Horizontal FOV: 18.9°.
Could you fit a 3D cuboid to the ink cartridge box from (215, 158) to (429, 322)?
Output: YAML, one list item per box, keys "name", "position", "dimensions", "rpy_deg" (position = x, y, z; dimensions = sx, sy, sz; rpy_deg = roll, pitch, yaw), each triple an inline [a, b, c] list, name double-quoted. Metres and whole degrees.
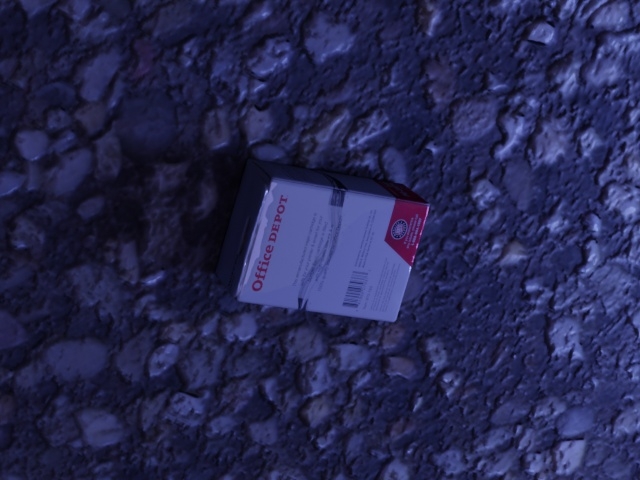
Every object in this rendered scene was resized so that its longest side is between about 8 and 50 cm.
- name: "ink cartridge box"
  position: [0.000, 0.000, 1.593]
  dimensions: [0.150, 0.063, 0.109]
  rpy_deg: [9, 107, -25]
